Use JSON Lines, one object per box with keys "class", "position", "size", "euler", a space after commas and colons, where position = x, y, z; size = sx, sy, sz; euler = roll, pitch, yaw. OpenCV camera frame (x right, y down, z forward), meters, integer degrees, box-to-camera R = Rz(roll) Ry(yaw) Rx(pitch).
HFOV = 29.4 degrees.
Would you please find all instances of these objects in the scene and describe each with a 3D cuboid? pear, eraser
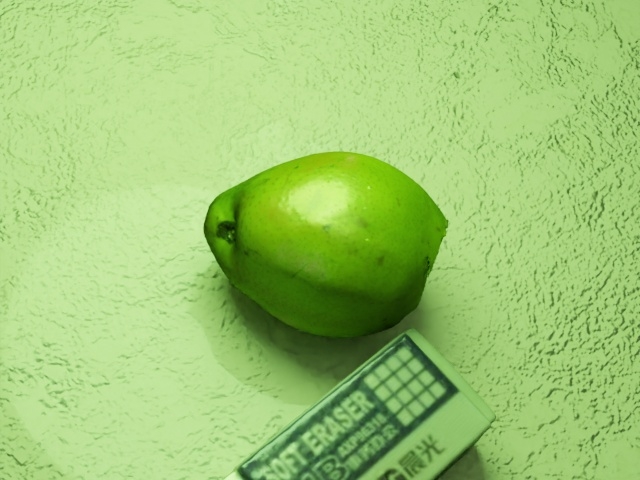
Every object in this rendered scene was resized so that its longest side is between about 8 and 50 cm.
{"class": "pear", "position": [0.000, 0.000, 1.158], "size": [0.219, 0.187, 0.188], "euler": [17, 59, -9]}
{"class": "eraser", "position": [0.020, 0.209, 1.104], "size": [0.279, 0.081, 0.124], "euler": [-36, 74, -27]}
